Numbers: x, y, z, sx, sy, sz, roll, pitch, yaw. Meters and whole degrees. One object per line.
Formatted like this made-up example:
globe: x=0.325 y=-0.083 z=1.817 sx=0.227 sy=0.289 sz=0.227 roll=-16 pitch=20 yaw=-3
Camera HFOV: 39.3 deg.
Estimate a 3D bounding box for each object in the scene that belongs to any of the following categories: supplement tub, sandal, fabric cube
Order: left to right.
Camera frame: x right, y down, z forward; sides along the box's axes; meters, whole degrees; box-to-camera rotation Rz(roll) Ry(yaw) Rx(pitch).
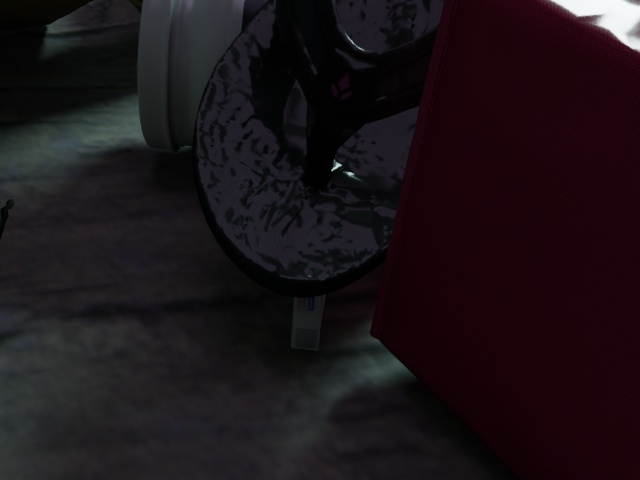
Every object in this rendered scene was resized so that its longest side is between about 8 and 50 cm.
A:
supplement tub: x=-0.005 y=-0.150 z=0.770 sx=0.272 sy=0.191 sz=0.191 roll=6 pitch=32 yaw=-1
sandal: x=0.045 y=-0.169 z=0.614 sx=0.168 sy=0.107 sz=0.445 roll=23 pitch=63 yaw=7
fabric cube: x=0.221 y=0.002 z=0.497 sx=0.259 sy=0.254 sz=0.258 roll=-16 pitch=40 yaw=-32

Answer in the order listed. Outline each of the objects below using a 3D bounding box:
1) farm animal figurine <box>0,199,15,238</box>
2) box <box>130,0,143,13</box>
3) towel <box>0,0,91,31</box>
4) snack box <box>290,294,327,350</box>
farm animal figurine: x=-0.354 y=-0.001 z=0.519 sx=0.327 sy=0.172 sz=0.330 roll=14 pitch=23 yaw=-10
box: x=-0.167 y=-0.293 z=0.964 sx=0.159 sy=0.233 sz=0.044 roll=22 pitch=78 yaw=24
towel: x=-0.316 y=-0.237 z=0.846 sx=0.271 sy=0.040 sz=0.370 roll=-19 pitch=11 yaw=-35
snack box: x=0.000 y=0.000 z=0.650 sx=0.022 sy=0.064 sz=0.178 roll=6 pitch=32 yaw=3
